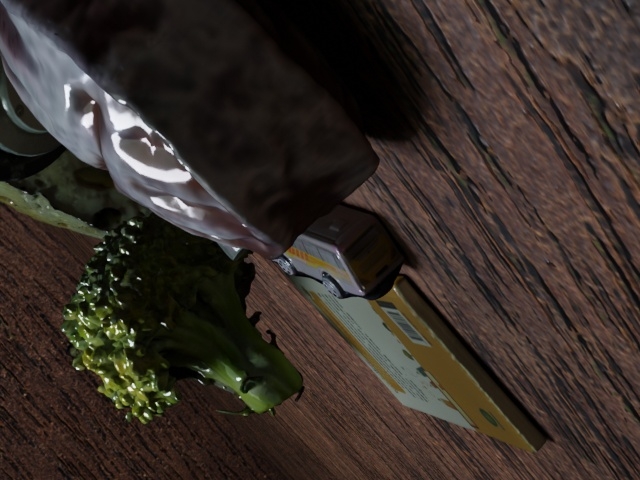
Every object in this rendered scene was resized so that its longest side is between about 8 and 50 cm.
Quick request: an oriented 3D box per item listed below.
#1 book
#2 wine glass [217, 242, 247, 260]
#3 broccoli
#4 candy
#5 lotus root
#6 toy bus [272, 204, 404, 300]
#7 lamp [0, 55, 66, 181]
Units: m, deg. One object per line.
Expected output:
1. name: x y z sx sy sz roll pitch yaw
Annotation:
1. book: 0.081 0.107 1.169 0.208 0.020 0.295 48 166 -15
2. wine glass: -0.110 -0.057 1.128 0.155 0.073 0.073 43 166 4
3. broccoli: -0.142 0.072 1.240 0.273 0.242 0.180 37 166 16
4. candy: -0.100 -0.106 0.785 0.289 0.157 0.214 41 176 21
5. lotus root: -0.310 -0.088 1.477 0.267 0.149 0.260 27 171 -6
6. toy bus: 0.000 0.000 1.019 0.172 0.057 0.072 21 147 56
7. lamp: -0.350 -0.157 1.129 0.272 0.205 0.374 30 129 21
